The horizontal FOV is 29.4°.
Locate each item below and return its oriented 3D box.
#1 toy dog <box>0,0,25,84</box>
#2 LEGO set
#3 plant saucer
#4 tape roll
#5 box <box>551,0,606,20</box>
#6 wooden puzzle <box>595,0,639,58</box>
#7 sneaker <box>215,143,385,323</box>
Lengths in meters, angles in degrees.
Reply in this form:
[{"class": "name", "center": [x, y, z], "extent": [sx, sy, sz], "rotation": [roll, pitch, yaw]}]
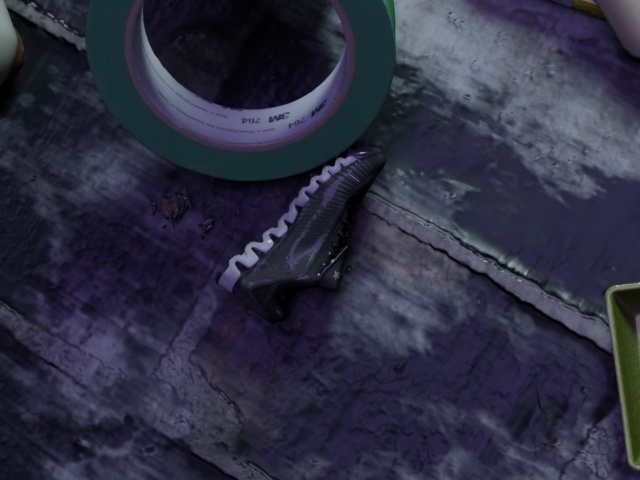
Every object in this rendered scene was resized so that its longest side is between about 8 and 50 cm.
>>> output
[{"class": "toy dog", "center": [-0.550, -0.192, 1.393], "extent": [0.408, 0.284, 0.395], "rotation": [-30, 75, 4]}, {"class": "LEGO set", "center": [-0.162, -0.032, 1.405], "extent": [0.054, 0.023, 0.083], "rotation": [-44, 86, 4]}, {"class": "plant saucer", "center": [0.393, 0.131, 1.228], "extent": [0.188, 0.045, 0.188], "rotation": [-7, 78, 11]}, {"class": "tape roll", "center": [-0.081, -0.212, 1.278], "extent": [0.321, 0.321, 0.077], "rotation": [-12, 37, 11]}, {"class": "box", "center": [0.259, -0.321, 1.349], "extent": [0.179, 0.043, 0.105], "rotation": [24, 86, 14]}, {"class": "wooden puzzle", "center": [0.401, -0.409, 1.258], "extent": [0.348, 0.080, 0.322], "rotation": [-32, 91, 2]}, {"class": "sneaker", "center": [0.000, 0.000, 1.333], "extent": [0.234, 0.078, 0.106], "rotation": [-44, 76, 6]}]
